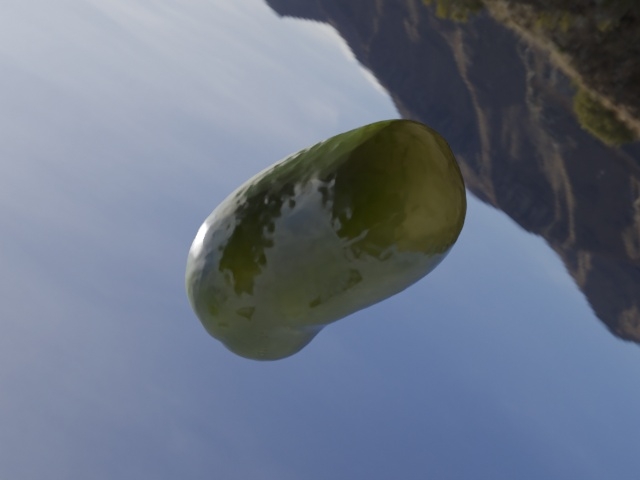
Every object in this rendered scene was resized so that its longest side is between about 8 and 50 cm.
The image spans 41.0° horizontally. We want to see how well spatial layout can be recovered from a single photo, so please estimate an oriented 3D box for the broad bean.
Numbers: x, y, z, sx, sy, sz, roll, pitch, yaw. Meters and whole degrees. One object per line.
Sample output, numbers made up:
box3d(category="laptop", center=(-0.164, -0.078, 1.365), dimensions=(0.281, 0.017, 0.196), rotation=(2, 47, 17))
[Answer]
box3d(category="broad bean", center=(0.000, 0.000, 0.475), dimensions=(0.082, 0.174, 0.124), rotation=(47, -157, -36))
